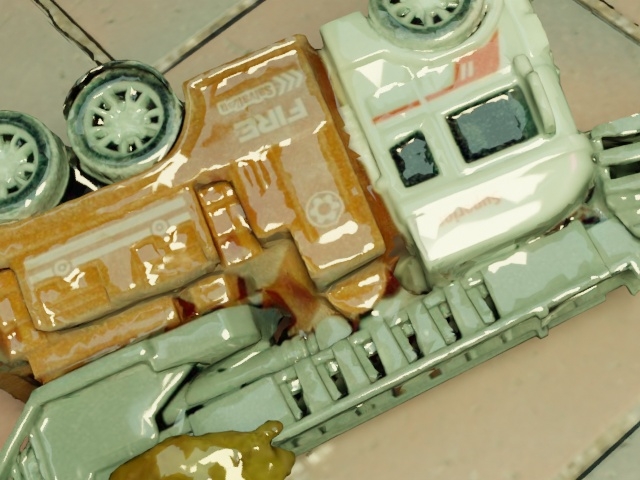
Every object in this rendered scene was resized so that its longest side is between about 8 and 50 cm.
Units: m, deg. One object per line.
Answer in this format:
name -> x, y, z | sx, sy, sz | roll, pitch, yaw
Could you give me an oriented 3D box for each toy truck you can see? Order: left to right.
toy truck -> 0.000, 0.000, 0.572 | 0.338, 0.133, 0.184 | -22, 69, 0

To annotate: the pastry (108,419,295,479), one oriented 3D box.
pastry -> -0.078, 0.218, 0.456 | 0.240, 0.132, 0.235 | -21, 53, -10
